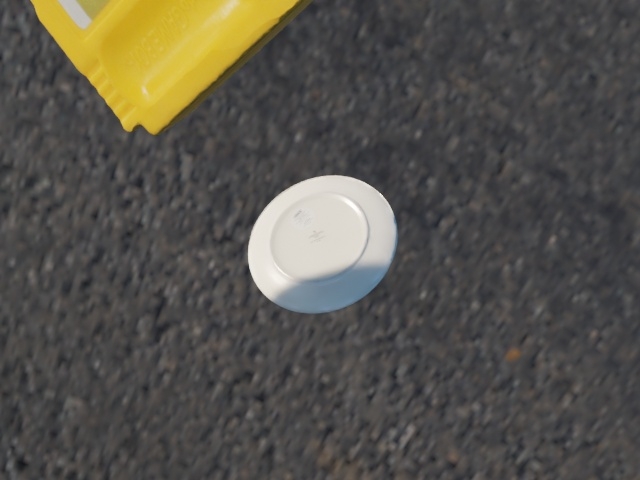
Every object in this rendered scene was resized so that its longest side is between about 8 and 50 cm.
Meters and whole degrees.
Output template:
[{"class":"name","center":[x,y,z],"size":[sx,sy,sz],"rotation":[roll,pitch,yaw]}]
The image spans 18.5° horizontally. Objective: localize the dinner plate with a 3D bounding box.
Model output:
[{"class":"dinner plate","center":[0.000,0.000,1.785],"size":[0.141,0.017,0.141],"rotation":[-8,59,13]}]

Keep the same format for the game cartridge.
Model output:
[{"class":"game cartridge","center":[-0.157,-0.247,1.368],"size":[0.053,0.285,0.323],"rotation":[-36,90,-34]}]
